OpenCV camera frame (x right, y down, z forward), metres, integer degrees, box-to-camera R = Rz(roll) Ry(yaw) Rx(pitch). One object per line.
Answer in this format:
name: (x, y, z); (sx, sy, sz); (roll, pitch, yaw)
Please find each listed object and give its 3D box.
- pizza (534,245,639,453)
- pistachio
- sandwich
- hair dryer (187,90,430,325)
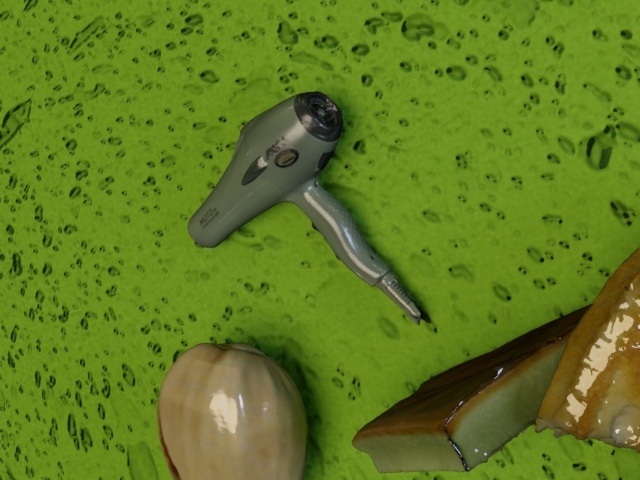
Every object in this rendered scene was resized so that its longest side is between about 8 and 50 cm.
pizza: (0.335, 0.118, 0.865); (0.280, 0.075, 0.287); (-45, 106, 7)
pistachio: (-0.091, 0.214, 1.118); (0.157, 0.157, 0.230); (1, 108, 29)
sandwich: (0.163, 0.134, 0.989); (0.063, 0.245, 0.212); (63, 154, 1)
hair dryer: (-0.032, -0.002, 1.104); (0.229, 0.092, 0.267); (-19, 99, 37)
